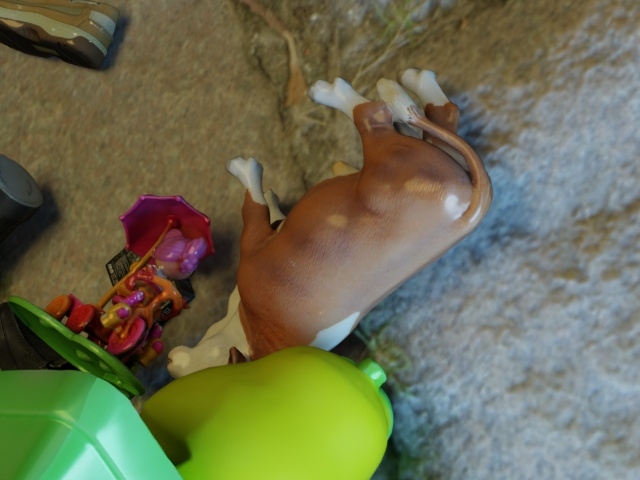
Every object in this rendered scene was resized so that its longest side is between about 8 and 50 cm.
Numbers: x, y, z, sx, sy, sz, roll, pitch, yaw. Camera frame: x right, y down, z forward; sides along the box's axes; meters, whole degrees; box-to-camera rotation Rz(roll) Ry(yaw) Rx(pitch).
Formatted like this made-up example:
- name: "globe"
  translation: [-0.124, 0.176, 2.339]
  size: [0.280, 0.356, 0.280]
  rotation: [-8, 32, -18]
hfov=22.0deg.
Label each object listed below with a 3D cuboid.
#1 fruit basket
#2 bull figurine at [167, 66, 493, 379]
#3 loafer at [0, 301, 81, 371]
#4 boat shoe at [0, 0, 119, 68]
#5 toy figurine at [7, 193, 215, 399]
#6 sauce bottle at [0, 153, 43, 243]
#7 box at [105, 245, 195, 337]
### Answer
- name: "fruit basket"
  translation: [-0.124, 0.211, 1.169]
  size: [0.283, 0.392, 0.392]
  rotation: [-3, 71, 38]
- name: "bull figurine"
  translation: [0.000, 0.000, 1.266]
  size: [0.310, 0.101, 0.188]
  rotation: [-35, 57, 25]
- name: "loafer"
  translation: [-0.228, 0.127, 1.434]
  size: [0.078, 0.076, 0.223]
  rotation: [-40, 50, 4]
- name: "boat shoe"
  translation: [-0.268, -0.221, 1.612]
  size: [0.190, 0.068, 0.072]
  rotation: [20, 75, 33]
- name: "toy figurine"
  translation: [-0.146, 0.033, 1.337]
  size: [0.159, 0.130, 0.173]
  rotation: [-52, 28, -14]
- name: "sauce bottle"
  translation: [-0.399, 0.056, 1.576]
  size: [0.344, 0.111, 0.111]
  rotation: [-41, 52, 19]
- name: "box"
  translation: [-0.150, 0.035, 1.436]
  size: [0.067, 0.018, 0.083]
  rotation: [-41, 52, 20]
